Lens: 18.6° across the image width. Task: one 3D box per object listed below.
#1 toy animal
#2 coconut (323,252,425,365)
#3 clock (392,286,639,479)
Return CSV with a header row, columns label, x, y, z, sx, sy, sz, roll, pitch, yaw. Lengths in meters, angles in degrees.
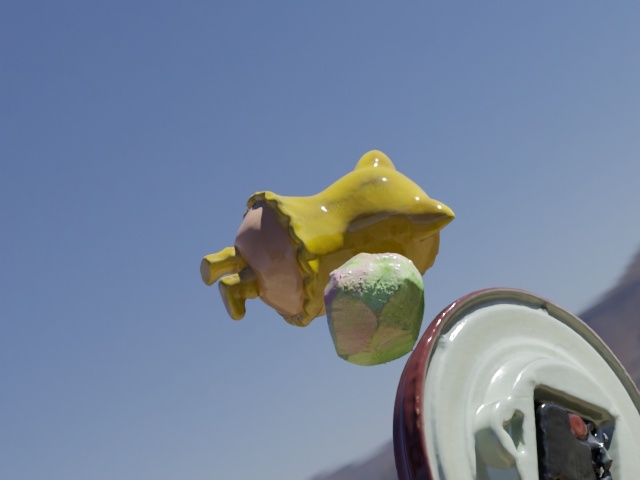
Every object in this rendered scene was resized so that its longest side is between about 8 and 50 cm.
label,x,y,z,sx,sy,sz,roll,pitch,yaw
toy animal,0.003,0.003,1.849,0.230,0.156,0.156,-24,-9,-18
coconut,0.041,0.046,1.468,0.083,0.081,0.082,19,-41,-31
clock,0.190,0.187,1.613,0.080,0.318,0.318,-27,-5,41
